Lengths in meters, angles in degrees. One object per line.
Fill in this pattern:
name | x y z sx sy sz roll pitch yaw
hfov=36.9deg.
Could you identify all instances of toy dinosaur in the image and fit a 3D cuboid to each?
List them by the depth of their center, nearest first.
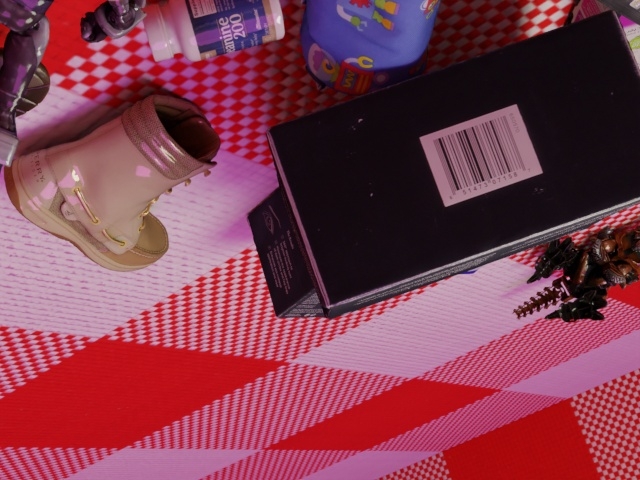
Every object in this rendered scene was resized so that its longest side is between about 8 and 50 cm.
toy dinosaur | 0.501 0.073 1.788 0.218 0.164 0.322 -12 140 -53

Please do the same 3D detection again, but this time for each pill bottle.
pill bottle | -0.097 -0.200 0.863 0.120 0.067 0.067 -16 156 -4

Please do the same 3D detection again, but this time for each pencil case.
pencil case | 0.047 -0.245 0.804 0.119 0.133 0.306 -58 170 -23

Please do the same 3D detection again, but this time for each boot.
boot | -0.192 -0.061 1.076 0.203 0.095 0.262 -25 151 15

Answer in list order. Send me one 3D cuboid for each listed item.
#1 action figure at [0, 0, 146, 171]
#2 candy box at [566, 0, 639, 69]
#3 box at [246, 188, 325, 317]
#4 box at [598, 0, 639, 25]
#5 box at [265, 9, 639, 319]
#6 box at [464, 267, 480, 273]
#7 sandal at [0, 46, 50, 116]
action figure | -0.239 -0.174 0.733 0.185 0.099 0.285 28 105 -22
candy box | 0.365 -0.256 1.048 0.159 0.071 0.233 -13 155 -9
box | 0.000 0.000 1.255 0.093 0.156 0.158 5 148 -42
box | 0.289 -0.309 0.811 0.183 0.056 0.231 25 140 -20
box | 0.135 -0.057 1.001 0.343 0.179 0.312 -19 173 -3
box | 0.220 -0.006 1.499 0.126 0.072 0.137 -1 152 -32
sandal | -0.341 -0.136 0.857 0.219 0.060 0.090 -14 153 26
